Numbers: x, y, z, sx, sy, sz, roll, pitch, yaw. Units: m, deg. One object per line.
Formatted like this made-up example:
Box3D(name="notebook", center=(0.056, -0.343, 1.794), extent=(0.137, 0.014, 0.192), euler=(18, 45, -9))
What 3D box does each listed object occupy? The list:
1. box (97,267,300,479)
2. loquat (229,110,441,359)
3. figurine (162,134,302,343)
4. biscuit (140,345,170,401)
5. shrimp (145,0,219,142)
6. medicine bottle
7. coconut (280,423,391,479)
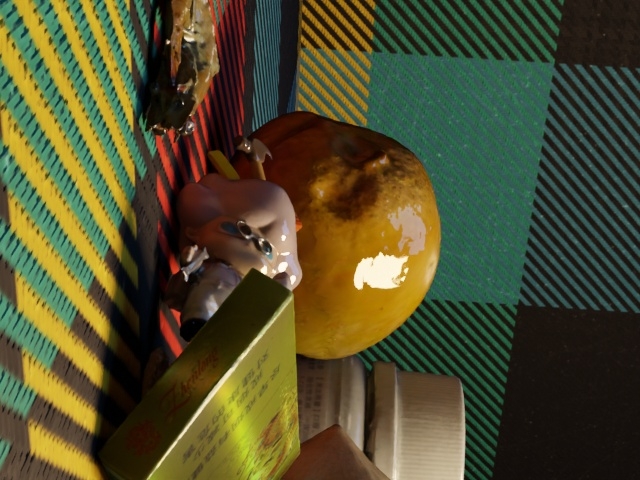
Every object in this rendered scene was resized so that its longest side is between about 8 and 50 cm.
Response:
Box3D(name="box", center=(-0.082, 0.166, 0.851), extent=(0.173, 0.043, 0.311), euler=(-51, 161, -25))
Box3D(name="loquat", center=(0.000, 0.000, 1.241), extent=(0.276, 0.276, 0.284), euler=(-84, -162, -62))
Box3D(name="figurine", center=(-0.076, 0.014, 0.952), extent=(0.112, 0.137, 0.229), euler=(-47, -159, 36))
Box3D(name="biscuit", center=(-0.132, 0.144, 0.864), extent=(0.120, 0.015, 0.120), euler=(3, 90, -89))
Box3D(name="shrimp", center=(-0.103, -0.139, 0.815), extent=(0.180, 0.041, 0.099), euler=(-84, 177, -47))
Box3D(name="medicine bottle", center=(0.015, 0.258, 1.338), extent=(0.245, 0.306, 0.245), euler=(4, 90, -89))
Box3D(name="coconut", center=(-0.009, 0.344, 1.084), extent=(0.329, 0.329, 0.329), euler=(4, 90, -89))
